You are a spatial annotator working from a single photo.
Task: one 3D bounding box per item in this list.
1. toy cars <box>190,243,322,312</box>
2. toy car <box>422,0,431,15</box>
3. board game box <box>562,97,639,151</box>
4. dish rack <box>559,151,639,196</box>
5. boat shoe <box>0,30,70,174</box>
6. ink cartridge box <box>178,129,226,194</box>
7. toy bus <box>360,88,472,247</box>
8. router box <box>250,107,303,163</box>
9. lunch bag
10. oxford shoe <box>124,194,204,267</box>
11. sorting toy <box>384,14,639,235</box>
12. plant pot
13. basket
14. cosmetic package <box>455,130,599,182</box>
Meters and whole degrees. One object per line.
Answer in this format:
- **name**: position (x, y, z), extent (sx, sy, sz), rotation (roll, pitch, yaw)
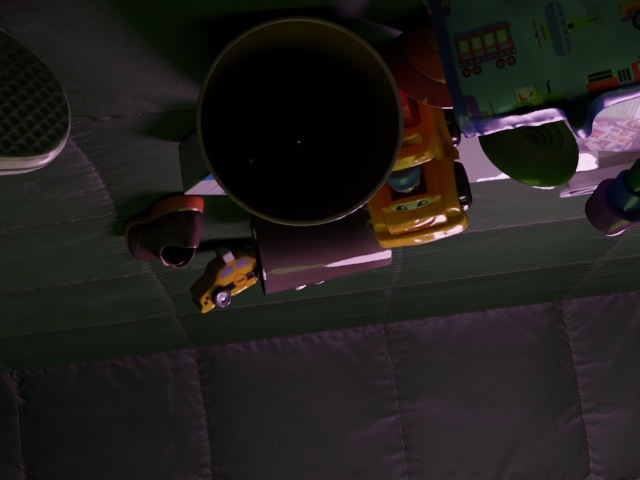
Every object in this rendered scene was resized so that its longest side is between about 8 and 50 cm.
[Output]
- **toy cars**: position (-0.080, 0.028, 2.583), extent (0.393, 0.087, 0.176), rotation (-15, -155, 28)
- **toy car**: position (0.129, -0.291, 1.499), extent (0.040, 0.060, 0.122), rotation (33, 157, 18)
- **board game box**: position (0.363, -0.157, 1.724), extent (0.136, 0.030, 0.260), rotation (5, 168, 6)
- **dish rack**: position (0.512, -0.128, 2.193), extent (0.285, 0.072, 0.333), rotation (-10, 179, 10)
- **boat shoe**: position (-0.499, -0.149, 1.375), extent (0.500, 0.187, 0.156), rotation (5, 157, -23)
- **ink cartridge box**: position (-0.086, -0.120, 1.976), extent (0.190, 0.082, 0.139), rotation (1, 165, -29)
- **toy bus**: position (0.102, -0.126, 1.782), extent (0.149, 0.220, 0.211), rotation (-12, 160, 9)
- **router box**: position (-0.048, -0.144, 1.866), extent (0.122, 0.092, 0.038), rotation (-1, 166, -30)
- **lunch bag**: position (0.202, -0.231, 1.180), extent (0.221, 0.293, 0.138), rotation (-12, 166, 20)
- **oxford shoe**: position (-0.270, 0.004, 2.362), extent (0.097, 0.098, 0.271), rotation (-2, 166, -23)
- **sorting toy**: position (0.243, -0.160, 1.599), extent (0.127, 0.365, 0.126), rotation (-38, 163, -41)
- **plant pot**: position (-0.045, -0.135, 1.691), extent (0.237, 0.237, 0.254), rotation (-5, -179, -11)
- **basket**: position (0.000, 0.000, 2.408), extent (0.226, 0.154, 0.204), rotation (-10, 173, -6)
- **cosmetic package**: position (0.267, -0.150, 1.942), extent (0.231, 0.085, 0.117), rotation (-7, 143, 7)
